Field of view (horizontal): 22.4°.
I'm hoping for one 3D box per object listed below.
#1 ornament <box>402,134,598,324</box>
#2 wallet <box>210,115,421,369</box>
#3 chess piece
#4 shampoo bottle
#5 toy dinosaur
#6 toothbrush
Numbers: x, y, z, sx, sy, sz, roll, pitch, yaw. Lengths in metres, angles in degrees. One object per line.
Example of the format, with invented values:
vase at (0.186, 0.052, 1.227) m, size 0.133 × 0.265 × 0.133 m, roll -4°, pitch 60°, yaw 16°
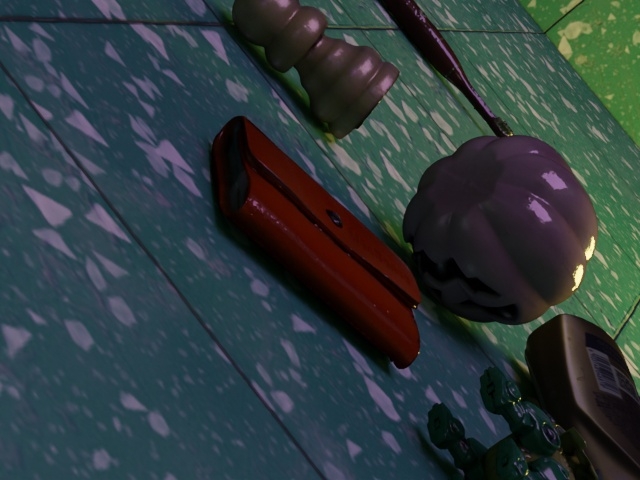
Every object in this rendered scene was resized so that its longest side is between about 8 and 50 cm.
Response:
ornament at (0.171, -0.006, 1.505) m, size 0.177 × 0.177 × 0.177 m, roll 44°, pitch 18°, yaw -19°
wallet at (0.000, 0.000, 1.277) m, size 0.204 × 0.045 × 0.142 m, roll 42°, pitch 19°, yaw -26°
chess piece at (-0.012, -0.187, 1.572) m, size 0.170 × 0.094 × 0.094 m, roll 43°, pitch 18°, yaw -11°
shampoo bottle at (0.260, 0.201, 1.440) m, size 0.125 × 0.084 × 0.350 m, roll 39°, pitch 21°, yaw -24°
toy dinosaur at (0.155, 0.203, 1.187) m, size 0.153 × 0.094 × 0.259 m, roll 39°, pitch 29°, yaw -22°
toothbrush at (0.148, -0.278, 2.231) m, size 0.364 × 0.041 × 0.041 m, roll 54°, pitch 18°, yaw 11°
